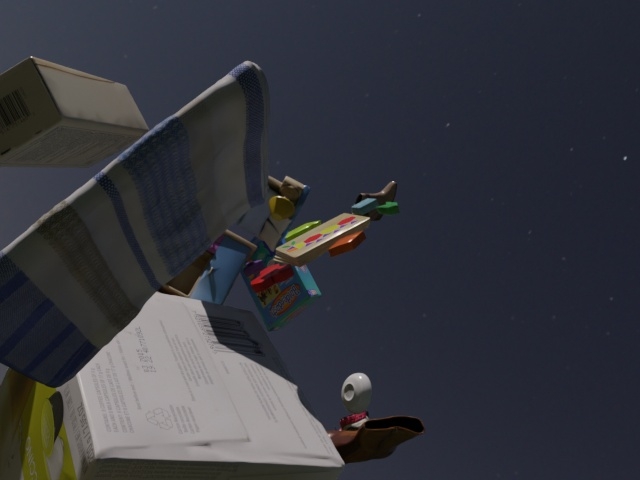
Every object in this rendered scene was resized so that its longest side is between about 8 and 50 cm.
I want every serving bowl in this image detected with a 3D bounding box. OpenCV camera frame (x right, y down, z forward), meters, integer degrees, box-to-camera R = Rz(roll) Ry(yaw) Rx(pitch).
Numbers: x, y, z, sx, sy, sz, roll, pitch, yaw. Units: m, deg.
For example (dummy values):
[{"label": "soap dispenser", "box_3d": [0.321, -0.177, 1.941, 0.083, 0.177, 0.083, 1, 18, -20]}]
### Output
[{"label": "serving bowl", "box_3d": [0.069, 0.313, 1.258, 0.027, 0.083, 0.083, 16, -21, -33]}]

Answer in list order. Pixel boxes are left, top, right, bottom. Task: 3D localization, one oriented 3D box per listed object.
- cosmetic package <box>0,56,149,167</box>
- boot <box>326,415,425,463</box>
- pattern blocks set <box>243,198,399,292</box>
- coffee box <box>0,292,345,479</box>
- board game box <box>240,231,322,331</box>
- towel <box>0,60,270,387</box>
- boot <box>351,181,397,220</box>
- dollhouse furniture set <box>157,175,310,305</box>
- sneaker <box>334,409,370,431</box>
[{"label": "cosmetic package", "box_3d": [-0.448, -0.209, 1.069, 0.160, 0.309, 0.113, -27, -87, 9]}, {"label": "boot", "box_3d": [0.080, 0.480, 1.449, 0.264, 0.096, 0.280, 7, -28, -9]}, {"label": "pattern blocks set", "box_3d": [0.000, 0.000, 1.204, 0.026, 0.324, 0.285, 66, -8, -15]}, {"label": "coffee box", "box_3d": [-0.245, 0.298, 0.851, 0.334, 0.338, 0.338, -59, -140, 17]}, {"label": "board game box", "box_3d": [-0.105, 0.084, 1.442, 0.160, 0.047, 0.210, -41, -114, 31]}, {"label": "towel", "box_3d": [-0.144, -0.002, 0.499, 0.034, 0.285, 0.209, 41, -21, 12]}, {"label": "boot", "box_3d": [0.128, -0.098, 1.473, 0.087, 0.119, 0.042, 17, 11, -37]}, {"label": "dollhouse furniture set", "box_3d": [-0.213, -0.024, 1.037, 0.286, 0.198, 0.303, 29, -38, -7]}, {"label": "sneaker", "box_3d": [0.114, 0.621, 1.902, 0.299, 0.120, 0.112, 80, -12, -62]}]
